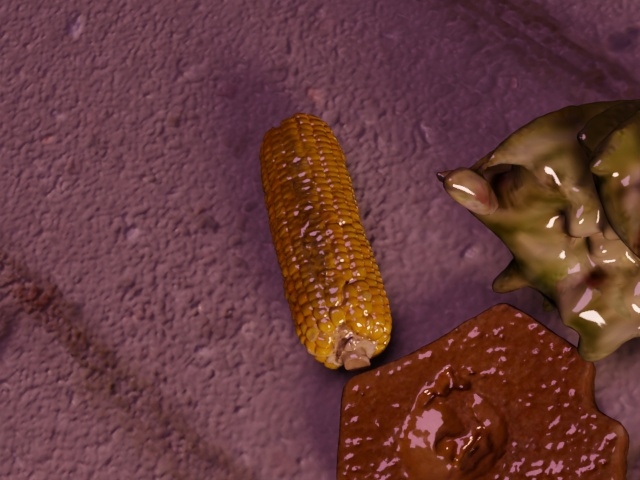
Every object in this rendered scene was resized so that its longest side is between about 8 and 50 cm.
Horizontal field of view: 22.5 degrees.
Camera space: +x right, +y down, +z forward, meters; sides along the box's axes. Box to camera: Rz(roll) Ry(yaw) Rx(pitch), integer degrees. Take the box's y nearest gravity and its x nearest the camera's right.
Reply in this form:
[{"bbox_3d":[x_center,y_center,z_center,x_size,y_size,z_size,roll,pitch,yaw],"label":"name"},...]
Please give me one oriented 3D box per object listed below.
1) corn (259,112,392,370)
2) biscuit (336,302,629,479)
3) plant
[{"bbox_3d":[0.000,0.000,1.117,0.068,0.068,0.207,-22,57,9],"label":"corn"},{"bbox_3d":[0.108,0.150,1.010,0.182,0.034,0.215,-28,55,3],"label":"biscuit"},{"bbox_3d":[0.241,-0.080,1.016,0.251,0.180,0.333,29,66,9],"label":"plant"}]
